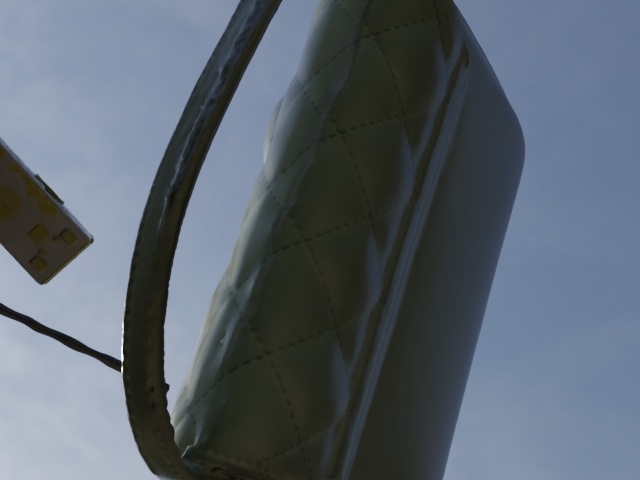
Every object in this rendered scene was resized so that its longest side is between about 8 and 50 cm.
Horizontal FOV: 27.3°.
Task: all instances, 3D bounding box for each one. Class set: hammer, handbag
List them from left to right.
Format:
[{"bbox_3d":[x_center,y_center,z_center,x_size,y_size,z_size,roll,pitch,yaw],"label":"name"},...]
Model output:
[{"bbox_3d":[-0.295,0.100,1.442,0.292,0.029,0.058,27,-55,-12],"label":"hammer"},{"bbox_3d":[0.000,0.000,0.521,0.079,0.256,0.219,4,-28,28],"label":"handbag"}]

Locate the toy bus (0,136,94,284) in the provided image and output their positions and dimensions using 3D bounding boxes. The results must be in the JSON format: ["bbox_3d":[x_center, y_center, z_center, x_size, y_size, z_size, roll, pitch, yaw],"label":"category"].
[{"bbox_3d":[-0.324,-0.058,1.289,0.081,0.074,0.226,-40,-80,-2],"label":"toy bus"}]

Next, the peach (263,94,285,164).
[{"bbox_3d":[0.065,-0.127,1.735,0.292,0.247,0.292,-34,-39,-34],"label":"peach"}]
